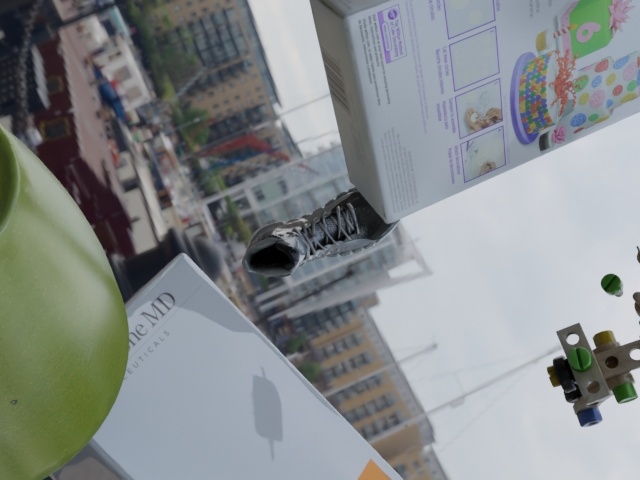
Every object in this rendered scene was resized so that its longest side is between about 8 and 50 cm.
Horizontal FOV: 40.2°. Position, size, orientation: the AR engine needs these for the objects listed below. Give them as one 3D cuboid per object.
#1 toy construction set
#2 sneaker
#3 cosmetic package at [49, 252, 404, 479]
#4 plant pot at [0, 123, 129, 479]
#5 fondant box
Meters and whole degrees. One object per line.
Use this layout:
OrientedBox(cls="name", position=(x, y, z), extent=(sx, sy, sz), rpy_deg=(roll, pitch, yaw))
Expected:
OrientedBox(cls="toy construction set", position=(0.491, 0.158, 1.402), extent=(0.237, 0.257, 0.309), rpy_deg=(35, 61, -50))
OrientedBox(cls="sneaker", position=(0.000, 0.000, 1.146), extent=(0.086, 0.229, 0.132), rpy_deg=(66, 14, -8))
OrientedBox(cls="cosmetic package", position=(-0.091, 0.265, 0.956), extent=(0.453, 0.230, 0.161), rpy_deg=(46, -39, -7))
OrientedBox(cls="plant pot", position=(-0.276, 0.029, 0.630), extent=(0.275, 0.275, 0.293), rpy_deg=(65, -21, 18))
OrientedBox(cls="fondant box", position=(0.172, -0.191, 0.883), extent=(0.096, 0.330, 0.238), rpy_deg=(-125, -164, -49))
